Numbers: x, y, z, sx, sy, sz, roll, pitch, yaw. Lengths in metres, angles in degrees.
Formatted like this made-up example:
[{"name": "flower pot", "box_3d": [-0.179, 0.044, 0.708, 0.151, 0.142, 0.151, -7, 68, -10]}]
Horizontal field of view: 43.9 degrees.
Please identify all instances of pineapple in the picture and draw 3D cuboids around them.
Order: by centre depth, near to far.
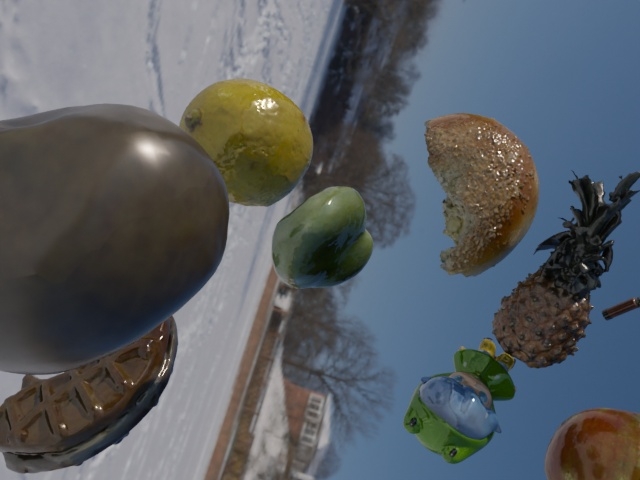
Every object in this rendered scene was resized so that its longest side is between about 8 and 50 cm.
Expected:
[{"name": "pineapple", "box_3d": [0.421, 0.039, 1.336, 0.165, 0.165, 0.365, -76, -174, -68]}]

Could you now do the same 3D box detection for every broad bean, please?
[{"name": "broad bean", "box_3d": [0.000, 0.000, 1.156, 0.169, 0.100, 0.228, -43, 155, -15]}]

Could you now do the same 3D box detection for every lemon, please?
[{"name": "lemon", "box_3d": [-0.146, -0.194, 1.598, 0.284, 0.260, 0.260, 56, 42, -45]}]

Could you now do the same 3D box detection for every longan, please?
[{"name": "longan", "box_3d": [-0.262, -0.002, 0.803, 0.288, 0.350, 0.288, -18, 90, -78]}]

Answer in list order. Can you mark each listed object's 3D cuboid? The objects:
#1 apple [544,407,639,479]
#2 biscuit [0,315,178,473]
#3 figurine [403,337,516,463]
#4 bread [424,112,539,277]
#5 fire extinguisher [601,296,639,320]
[{"name": "apple", "box_3d": [0.500, 0.411, 1.348, 0.246, 0.246, 0.226, 111, -2, -64]}, {"name": "biscuit", "box_3d": [-0.358, 0.189, 1.273, 0.366, 0.268, 0.115, -84, 158, -45]}, {"name": "figurine", "box_3d": [0.259, 0.280, 1.415, 0.263, 0.162, 0.143, -39, 161, -41]}, {"name": "bread", "box_3d": [0.298, -0.097, 1.441, 0.171, 0.192, 0.314, 44, 40, -66]}, {"name": "fire extinguisher", "box_3d": [0.571, 0.127, 1.490, 0.083, 0.022, 0.028, -31, -151, 35]}]
